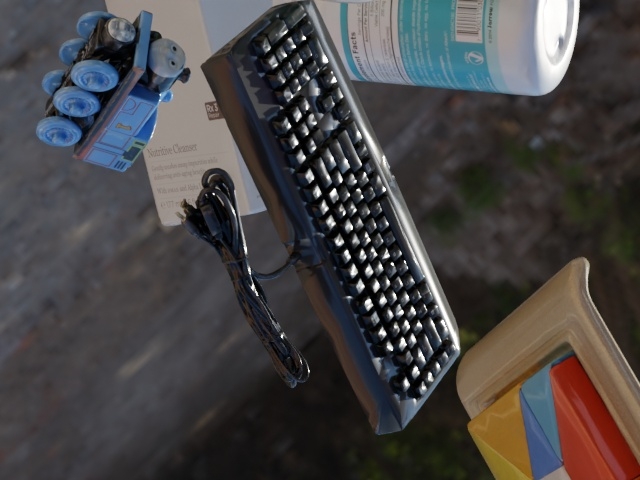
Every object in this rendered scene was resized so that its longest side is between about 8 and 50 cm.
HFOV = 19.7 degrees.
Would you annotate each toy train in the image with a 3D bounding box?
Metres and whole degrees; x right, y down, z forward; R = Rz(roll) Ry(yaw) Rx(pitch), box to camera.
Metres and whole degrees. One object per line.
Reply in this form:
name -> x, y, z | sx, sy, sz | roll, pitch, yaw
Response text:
toy train -> -0.187, -0.136, 1.657 | 0.184, 0.105, 0.080 | -46, -145, 51

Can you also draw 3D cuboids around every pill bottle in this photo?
pill bottle -> 0.093, -0.214, 1.691 | 0.146, 0.264, 0.146 | 8, 90, -66

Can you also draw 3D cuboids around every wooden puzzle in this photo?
wooden puzzle -> 0.155, 0.150, 1.075 | 0.044, 0.238, 0.221 | -20, 167, -19

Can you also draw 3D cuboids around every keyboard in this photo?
keyboard -> 0.000, 0.000, 1.307 | 0.033, 0.317, 0.201 | -4, -149, 43

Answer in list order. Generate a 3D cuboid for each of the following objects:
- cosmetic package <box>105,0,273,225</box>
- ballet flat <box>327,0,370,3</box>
cosmetic package -> -0.122, -0.225, 2.144 | 0.156, 0.385, 0.217 | -20, -172, -34
ballet flat -> -0.098, -0.297, 1.234 | 0.139, 0.400, 0.139 | -41, 157, -22
